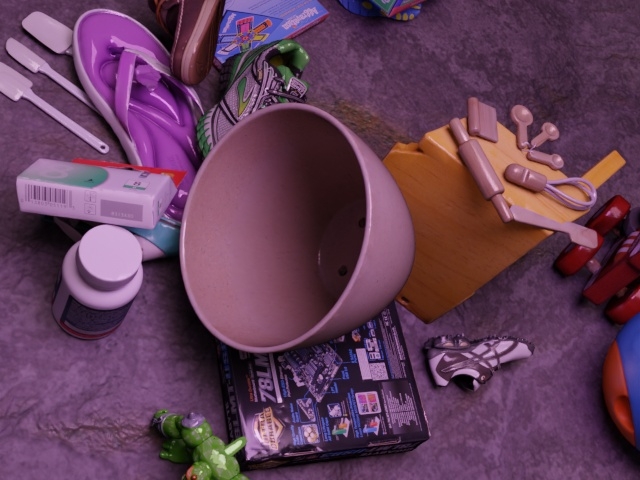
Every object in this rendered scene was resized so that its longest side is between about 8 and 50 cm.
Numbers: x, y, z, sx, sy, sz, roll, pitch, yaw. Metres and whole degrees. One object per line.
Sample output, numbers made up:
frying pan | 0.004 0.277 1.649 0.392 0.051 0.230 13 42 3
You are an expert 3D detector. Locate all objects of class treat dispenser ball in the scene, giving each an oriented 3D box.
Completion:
treat dispenser ball | 0.621 0.239 1.433 0.288 0.288 0.288 11 59 -20

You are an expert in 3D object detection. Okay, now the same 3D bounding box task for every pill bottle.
pill bottle | -0.300 0.055 1.167 0.107 0.180 0.108 11 60 -20

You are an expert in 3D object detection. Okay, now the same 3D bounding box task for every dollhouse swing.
dollhouse swing | 0.256 -0.080 1.399 0.315 0.347 0.305 38 55 -1

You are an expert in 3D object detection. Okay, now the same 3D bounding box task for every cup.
cup | 0.000 0.000 1.208 0.237 0.331 0.331 15 53 -51

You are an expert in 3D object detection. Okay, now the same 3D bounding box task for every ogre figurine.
ogre figurine | -0.149 0.299 1.144 0.096 0.118 0.197 -10 68 -29

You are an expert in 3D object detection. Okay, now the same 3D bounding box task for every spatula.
spatula | -0.406 -0.255 1.386 0.242 0.019 0.168 35 54 -4

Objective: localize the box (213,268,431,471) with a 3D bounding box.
box | -0.007 0.182 1.301 0.293 0.073 0.296 -2 62 -23

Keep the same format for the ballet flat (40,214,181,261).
ballet flat | -0.299 -0.012 1.273 0.247 0.083 0.087 23 68 -8

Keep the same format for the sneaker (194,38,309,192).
sneaker | -0.100 -0.210 1.384 0.134 0.146 0.344 40 41 -36

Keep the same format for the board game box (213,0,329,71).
board game box | -0.124 -0.416 1.601 0.145 0.027 0.281 47 54 7

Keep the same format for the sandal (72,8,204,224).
sandal | -0.257 -0.211 1.372 0.169 0.102 0.416 -20 77 -35

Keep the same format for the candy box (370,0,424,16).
candy box | 0.115 -0.610 1.712 0.317 0.122 0.268 42 43 14

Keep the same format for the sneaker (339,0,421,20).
sneaker | 0.112 -0.494 1.741 0.188 0.067 0.078 7 40 -20

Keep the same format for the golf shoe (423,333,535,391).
golf shoe | 0.265 0.204 1.427 0.198 0.077 0.094 1 74 -17

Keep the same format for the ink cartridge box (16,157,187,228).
ink cartridge box | -0.292 -0.090 1.197 0.180 0.056 0.225 7 26 1

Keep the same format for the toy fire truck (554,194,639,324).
toy fire truck | 0.596 -0.005 1.573 0.169 0.254 0.302 45 54 5

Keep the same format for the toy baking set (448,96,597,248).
toy baking set | 0.289 -0.097 1.192 0.196 0.030 0.256 -12 69 -30

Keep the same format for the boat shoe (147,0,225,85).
boat shoe | -0.230 -0.386 1.446 0.123 0.123 0.342 8 49 -4
